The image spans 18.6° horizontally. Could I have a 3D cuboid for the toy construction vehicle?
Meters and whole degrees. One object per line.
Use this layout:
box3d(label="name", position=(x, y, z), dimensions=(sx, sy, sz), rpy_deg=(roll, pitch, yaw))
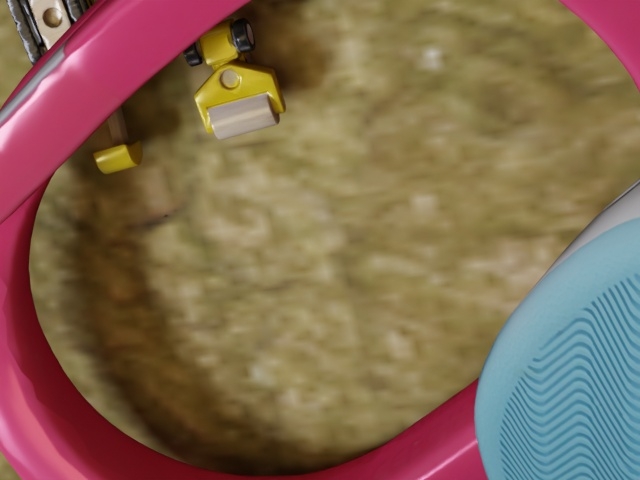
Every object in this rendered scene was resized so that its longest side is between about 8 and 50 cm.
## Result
box3d(label="toy construction vehicle", position=(-0.055, -0.078, 0.657), dimensions=(0.086, 0.035, 0.098), rpy_deg=(-19, 104, 13))

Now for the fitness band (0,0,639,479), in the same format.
box3d(label="fitness band", position=(0.000, 0.000, 0.633), dimensions=(0.291, 0.054, 0.209), rpy_deg=(-39, 106, 27))

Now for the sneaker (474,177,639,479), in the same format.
box3d(label="sneaker", position=(0.143, 0.022, 0.499), dimensions=(0.127, 0.208, 0.319), rpy_deg=(29, 154, 19))
